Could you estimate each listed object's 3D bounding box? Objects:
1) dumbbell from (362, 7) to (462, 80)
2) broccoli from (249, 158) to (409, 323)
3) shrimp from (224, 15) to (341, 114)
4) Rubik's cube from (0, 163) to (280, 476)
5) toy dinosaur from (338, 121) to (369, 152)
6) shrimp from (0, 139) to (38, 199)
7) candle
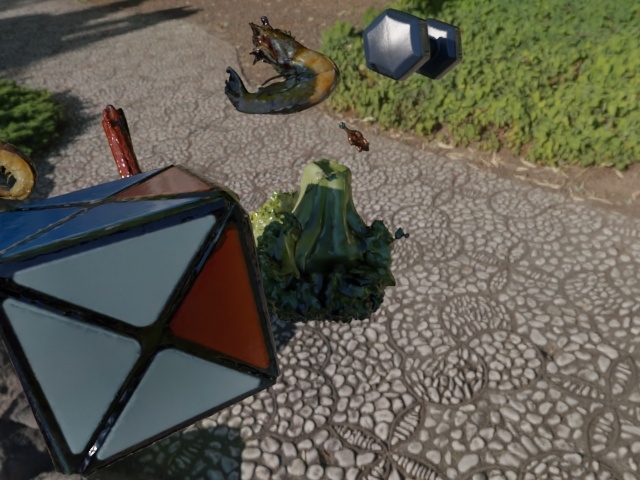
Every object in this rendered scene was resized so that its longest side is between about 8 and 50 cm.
[{"bbox_3d":[0.237,-0.479,1.195,0.160,0.144,0.325,33,33,21],"label":"dumbbell"},{"bbox_3d":[0.003,-0.004,0.900,0.294,0.280,0.347,2,27,-16],"label":"broccoli"},{"bbox_3d":[-0.091,-0.288,0.842,0.178,0.075,0.289,-36,58,-11],"label":"shrimp"},{"bbox_3d":[-0.216,0.067,0.572,0.249,0.249,0.246,-18,23,-22],"label":"Rubik's cube"},{"bbox_3d":[0.106,-0.311,1.457,0.049,0.154,0.055,-39,47,18],"label":"toy dinosaur"},{"bbox_3d":[-0.556,-0.130,0.795,0.178,0.124,0.034,25,38,-14],"label":"shrimp"},{"bbox_3d":[-0.478,-0.208,1.182,0.059,0.084,0.301,-27,75,16],"label":"candle"}]
